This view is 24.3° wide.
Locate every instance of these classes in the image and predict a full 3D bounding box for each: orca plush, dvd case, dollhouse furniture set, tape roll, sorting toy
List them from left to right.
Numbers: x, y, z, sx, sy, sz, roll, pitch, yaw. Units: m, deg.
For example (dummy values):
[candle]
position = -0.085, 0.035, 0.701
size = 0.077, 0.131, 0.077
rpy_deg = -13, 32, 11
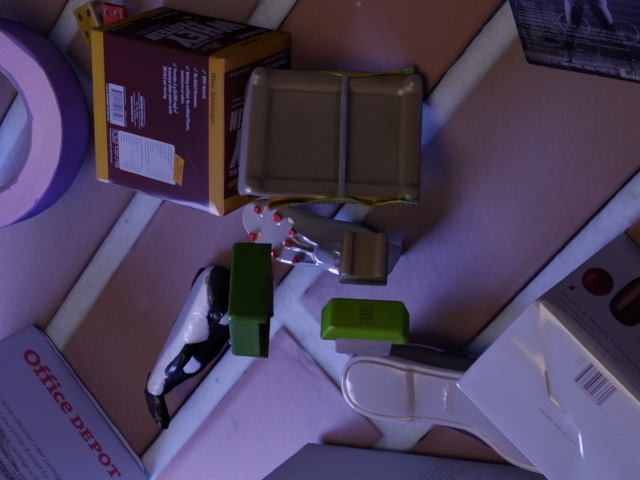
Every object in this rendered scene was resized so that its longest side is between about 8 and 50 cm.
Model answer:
[tape roll]
position = -0.443, -0.150, 1.914
size = 0.275, 0.090, 0.274
rpy_deg = 2, 99, 14
[sorting toy]
position = -0.298, -0.355, 1.786
size = 0.132, 0.046, 0.274
rpy_deg = 22, 129, 44
[orca plush]
position = -0.141, 0.141, 1.880
size = 0.102, 0.151, 0.287
rpy_deg = 22, 123, -9
[dollhouse furniture set]
position = 0.007, -0.030, 1.640
size = 0.198, 0.151, 0.301
rpy_deg = 3, 73, 1
[dvd case]
position = 0.250, -0.234, 1.410
size = 0.165, 0.018, 0.221
rpy_deg = 15, 152, 31

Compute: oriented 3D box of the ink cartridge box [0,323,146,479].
[ink cartridge box]
position = -0.476, 0.332, 2.015
size = 0.285, 0.395, 0.166
rpy_deg = 53, 132, 6

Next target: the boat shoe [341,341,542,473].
[boat shoe]
position = 0.187, 0.175, 1.673
size = 0.335, 0.095, 0.112
rpy_deg = 14, 114, 26

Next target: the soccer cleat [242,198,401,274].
[soccer cleat]
position = 0.000, 0.000, 1.727
size = 0.196, 0.076, 0.068
rpy_deg = 21, 115, 24

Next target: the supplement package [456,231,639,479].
[supplement package]
position = 0.288, 0.133, 1.494
size = 0.194, 0.203, 0.149
rpy_deg = 46, 128, 10

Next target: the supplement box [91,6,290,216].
[supplement box]
position = -0.151, -0.155, 1.738
size = 0.194, 0.129, 0.191
rpy_deg = 16, 118, 30

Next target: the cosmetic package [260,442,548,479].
[cosmetic package]
position = 0.113, 0.378, 1.758
size = 0.385, 0.156, 0.217
rpy_deg = -2, 110, 36
